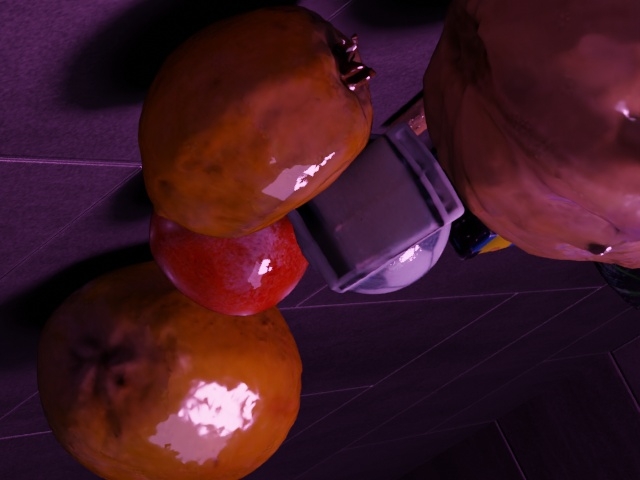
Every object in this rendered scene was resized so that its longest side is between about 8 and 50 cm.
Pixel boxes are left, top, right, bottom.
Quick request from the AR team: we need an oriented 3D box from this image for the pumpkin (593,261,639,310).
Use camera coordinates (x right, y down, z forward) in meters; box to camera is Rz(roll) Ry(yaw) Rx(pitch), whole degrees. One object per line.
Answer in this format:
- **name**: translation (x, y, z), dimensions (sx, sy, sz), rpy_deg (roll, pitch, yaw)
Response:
- **pumpkin**: translation (0.415, -0.032, 1.888), dimensions (0.248, 0.248, 0.248), rpy_deg (-24, 164, -7)

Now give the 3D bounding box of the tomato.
- **tomato**: translation (-0.081, -0.009, 1.747), dimensions (0.167, 0.167, 0.167), rpy_deg (-24, 164, -7)

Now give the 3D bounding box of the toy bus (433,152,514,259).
- **toy bus**: translation (0.260, -0.106, 2.004), dimensions (0.175, 0.138, 0.287), rpy_deg (-11, 157, -41)

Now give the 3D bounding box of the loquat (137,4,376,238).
- **loquat**: translation (-0.053, -0.101, 1.470), dimensions (0.234, 0.176, 0.187), rpy_deg (-38, -165, 25)

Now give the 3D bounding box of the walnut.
- **walnut**: translation (0.283, -0.144, 1.542), dimensions (0.383, 0.383, 0.383), rpy_deg (-24, 164, -7)

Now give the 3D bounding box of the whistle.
- **whistle**: translation (0.063, -0.035, 1.619), dimensions (0.163, 0.163, 0.289), rpy_deg (-15, 169, -33)

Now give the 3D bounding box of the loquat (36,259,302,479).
- **loquat**: translation (-0.166, 0.152, 1.943), dimensions (0.276, 0.276, 0.284), rpy_deg (-33, 158, 22)

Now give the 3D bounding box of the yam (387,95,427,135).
- **yam**: translation (0.123, -0.147, 1.856), dimensions (0.032, 0.032, 0.145), rpy_deg (-10, 158, -44)
